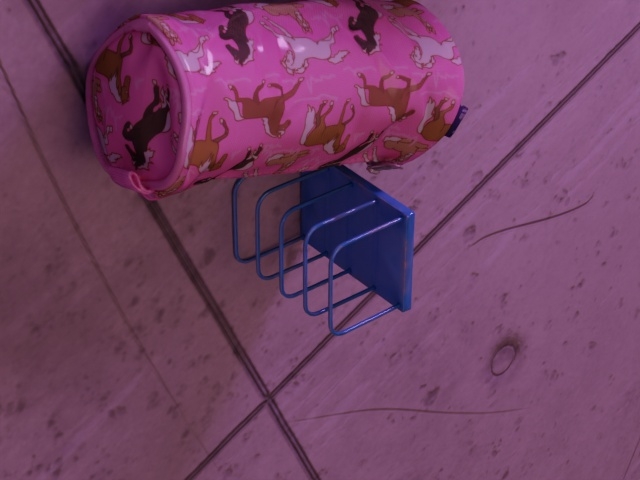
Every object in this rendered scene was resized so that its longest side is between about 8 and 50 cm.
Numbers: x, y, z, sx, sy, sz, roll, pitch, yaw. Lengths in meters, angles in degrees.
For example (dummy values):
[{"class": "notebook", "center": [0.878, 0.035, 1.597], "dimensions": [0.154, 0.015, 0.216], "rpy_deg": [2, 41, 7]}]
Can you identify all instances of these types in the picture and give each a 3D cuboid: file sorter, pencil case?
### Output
[{"class": "file sorter", "center": [0.000, 0.000, 1.800], "dimensions": [0.104, 0.170, 0.118], "rpy_deg": [-23, 130, -31]}, {"class": "pencil case", "center": [-0.038, -0.136, 1.678], "dimensions": [0.386, 0.167, 0.160], "rpy_deg": [-9, 158, -44]}]
